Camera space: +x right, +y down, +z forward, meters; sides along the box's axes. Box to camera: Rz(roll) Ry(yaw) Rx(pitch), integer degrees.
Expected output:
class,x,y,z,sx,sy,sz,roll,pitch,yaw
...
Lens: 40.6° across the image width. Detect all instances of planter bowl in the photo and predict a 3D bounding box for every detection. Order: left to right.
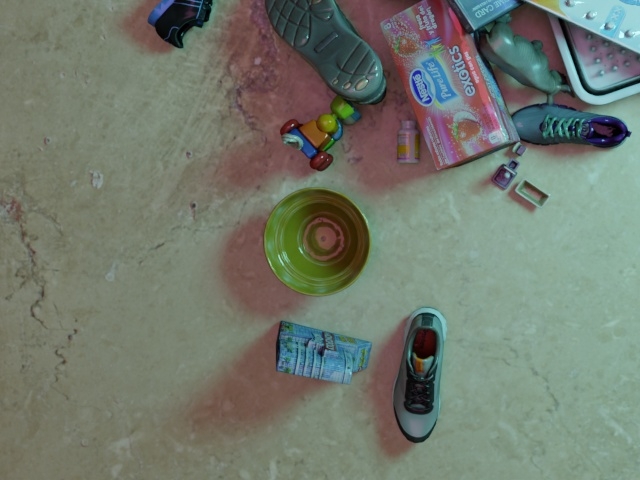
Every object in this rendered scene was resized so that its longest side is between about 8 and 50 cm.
class,x,y,z,sx,sy,sz,roll,pitch,yaw
planter bowl,0.000,0.000,1.742,0.217,0.090,0.217,1,94,10

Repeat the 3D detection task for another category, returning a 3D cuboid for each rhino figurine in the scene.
class,x,y,z,sx,sy,sz,roll,pitch,yaw
rhino figurine,0.387,-0.330,1.617,0.243,0.106,0.073,31,129,-22

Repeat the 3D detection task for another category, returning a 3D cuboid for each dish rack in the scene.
class,x,y,z,sx,sy,sz,roll,pitch,yaw
dish rack,0.598,-0.426,1.608,0.333,0.072,0.285,-19,92,11

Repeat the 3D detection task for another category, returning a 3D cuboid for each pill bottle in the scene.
class,x,y,z,sx,sy,sz,roll,pitch,yaw
pill bottle,0.174,-0.195,1.718,0.043,0.043,0.083,2,95,10

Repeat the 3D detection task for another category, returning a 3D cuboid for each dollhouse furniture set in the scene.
class,x,y,z,sx,sy,sz,roll,pitch,yaw
dollhouse furniture set,0.401,-0.121,1.663,0.114,0.081,0.091,35,100,6

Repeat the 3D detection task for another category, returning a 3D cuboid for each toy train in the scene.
class,x,y,z,sx,sy,sz,roll,pitch,yaw
toy train,0.005,-0.219,1.646,0.143,0.248,0.105,-43,86,6

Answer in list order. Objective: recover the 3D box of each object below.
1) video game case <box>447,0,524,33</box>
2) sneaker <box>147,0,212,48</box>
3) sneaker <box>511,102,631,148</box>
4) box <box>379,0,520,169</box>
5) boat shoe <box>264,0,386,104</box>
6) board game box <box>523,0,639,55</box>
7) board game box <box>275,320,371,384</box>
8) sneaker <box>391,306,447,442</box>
class,x,y,z,sx,sy,sz,roll,pitch,yaw
video game case,0.260,-0.525,1.567,0.196,0.026,0.274,-34,92,-31
sneaker,-0.246,-0.496,1.757,0.090,0.081,0.232,45,107,1
sneaker,0.469,-0.219,1.634,0.224,0.098,0.083,5,95,10
box,0.246,-0.296,1.627,0.142,0.154,0.300,-22,89,24
boat shoe,0.008,-0.387,1.687,0.132,0.130,0.355,-35,65,9
board game box,0.591,-0.537,1.525,0.390,0.050,0.390,27,92,5
board game box,0.010,0.225,1.731,0.194,0.194,0.060,10,98,-5
sneaker,0.194,0.272,1.722,0.100,0.108,0.271,5,97,8
